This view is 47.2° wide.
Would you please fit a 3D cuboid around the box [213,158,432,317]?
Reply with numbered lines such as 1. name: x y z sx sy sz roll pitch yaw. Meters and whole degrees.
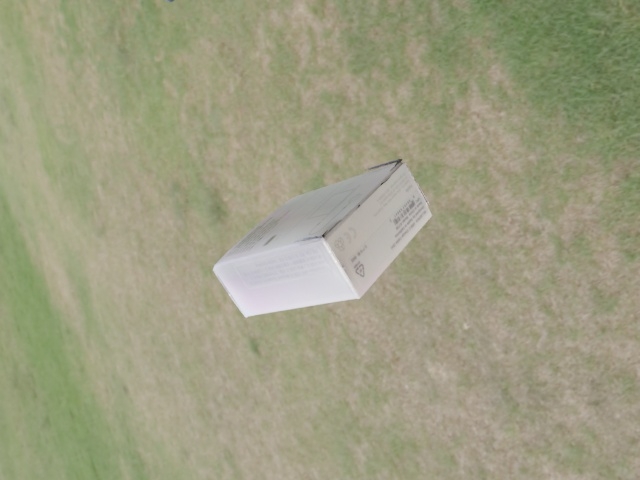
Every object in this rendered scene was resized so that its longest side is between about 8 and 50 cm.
1. box: 0.000 0.000 1.037 0.251 0.203 0.106 -14 114 46
